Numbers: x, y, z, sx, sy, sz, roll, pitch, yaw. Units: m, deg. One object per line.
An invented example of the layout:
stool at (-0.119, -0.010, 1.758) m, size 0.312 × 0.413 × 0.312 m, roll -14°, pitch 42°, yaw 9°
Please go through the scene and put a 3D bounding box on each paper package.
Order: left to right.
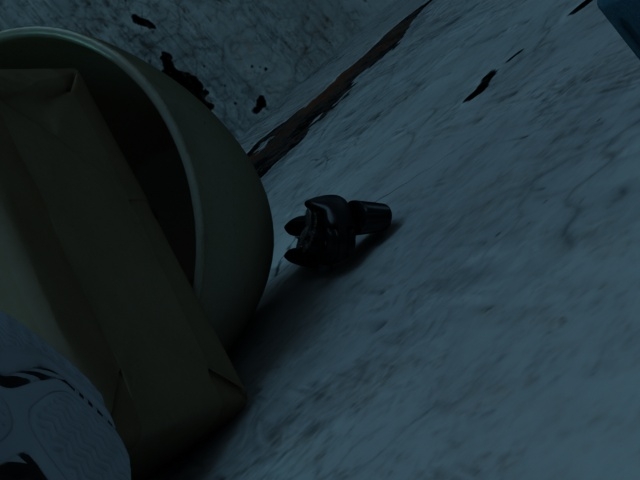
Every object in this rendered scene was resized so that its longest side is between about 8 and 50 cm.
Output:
paper package at (-0.267, 0.077, 0.933) m, size 0.325 × 0.309 × 0.168 m, roll -36°, pitch -14°, yaw 25°

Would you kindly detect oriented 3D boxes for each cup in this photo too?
cup at (-0.171, 0.000, 1.110) m, size 0.331 × 0.331 × 0.237 m, roll -36°, pitch -16°, yaw 24°

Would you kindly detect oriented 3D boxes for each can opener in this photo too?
can opener at (0.000, 0.000, 1.112) m, size 0.186 × 0.073 × 0.059 m, roll 158°, pitch 121°, yaw -70°

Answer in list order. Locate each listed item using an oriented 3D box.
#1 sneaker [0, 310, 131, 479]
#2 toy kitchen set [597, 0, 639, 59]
sneaker at (-0.208, 0.185, 0.628) m, size 0.210 × 0.137 × 0.366 m, roll -39°, pitch 28°, yaw 14°
toy kitchen set at (0.155, -0.037, 0.435) m, size 0.166 × 0.122 × 0.207 m, roll -44°, pitch 10°, yaw -18°
